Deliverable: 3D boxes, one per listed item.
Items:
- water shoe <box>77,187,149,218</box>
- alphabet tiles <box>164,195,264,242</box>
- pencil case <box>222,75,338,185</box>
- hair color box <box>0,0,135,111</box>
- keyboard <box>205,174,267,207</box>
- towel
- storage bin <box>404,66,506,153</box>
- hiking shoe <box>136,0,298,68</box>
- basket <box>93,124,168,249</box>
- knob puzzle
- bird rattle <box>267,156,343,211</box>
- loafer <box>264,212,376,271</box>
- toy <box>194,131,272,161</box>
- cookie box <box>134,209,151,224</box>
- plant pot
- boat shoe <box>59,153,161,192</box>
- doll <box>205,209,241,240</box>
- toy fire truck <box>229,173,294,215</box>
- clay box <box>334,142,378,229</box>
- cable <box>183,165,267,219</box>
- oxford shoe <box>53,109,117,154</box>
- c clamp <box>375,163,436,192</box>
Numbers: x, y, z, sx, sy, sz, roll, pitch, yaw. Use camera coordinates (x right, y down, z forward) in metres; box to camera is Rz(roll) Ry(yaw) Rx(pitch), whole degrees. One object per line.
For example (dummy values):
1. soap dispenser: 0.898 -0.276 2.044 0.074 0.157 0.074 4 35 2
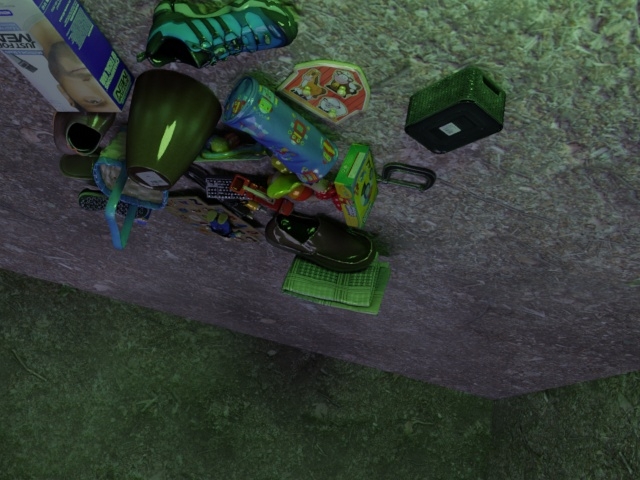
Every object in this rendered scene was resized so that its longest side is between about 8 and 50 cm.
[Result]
1. water shoe: -0.614 -0.121 1.769 0.203 0.080 0.073 11 115 -22
2. alphabet tiles: -0.366 -0.068 2.015 0.285 0.011 0.342 1 156 36
3. pencil case: -0.093 -0.251 1.385 0.133 0.119 0.306 3 157 46
4. hair color box: -0.570 -0.418 1.267 0.185 0.110 0.339 4 156 16
5. keyboard: -0.245 -0.140 1.739 0.180 0.023 0.108 3 129 0
6. towel: 0.061 0.109 1.920 0.324 0.312 0.056 13 120 7
7. storage bin: 0.275 -0.262 1.219 0.122 0.084 0.180 28 151 -31
8. hiking shoe: -0.191 -0.377 1.133 0.304 0.132 0.113 4 155 18
9. basket: -0.519 -0.142 1.621 0.201 0.288 0.255 11 154 -10
10. knob puzzle: 0.022 -0.321 1.281 0.213 0.030 0.213 11 156 5
11. bird rattle: -0.034 -0.158 1.616 0.254 0.143 0.207 12 172 -31
12. loafer: 0.000 0.000 1.871 0.366 0.133 0.130 13 156 0
13. toy: -0.233 -0.243 1.512 0.237 0.137 0.056 6 115 19
14. cookie box: -0.597 -0.116 1.943 0.092 0.107 0.040 20 155 -17
15. plant pot: -0.367 -0.242 1.401 0.215 0.230 0.215 10 156 5
16. boat shoe: -0.617 -0.202 1.786 0.302 0.113 0.103 14 177 -9
17. doll: -0.323 -0.039 1.971 0.129 0.046 0.189 15 161 6
18. toy fire truck: -0.159 -0.123 1.650 0.192 0.047 0.135 26 -179 -11
19. clay box: 0.098 -0.128 1.522 0.053 0.127 0.222 14 154 22
20. cable: -0.297 -0.153 1.816 0.287 0.072 0.139 36 166 -20
21. oxford shoe: -0.640 -0.286 1.557 0.130 0.132 0.364 26 153 -28
22. c clamp: 0.220 -0.158 1.559 0.161 0.022 0.137 11 151 8
